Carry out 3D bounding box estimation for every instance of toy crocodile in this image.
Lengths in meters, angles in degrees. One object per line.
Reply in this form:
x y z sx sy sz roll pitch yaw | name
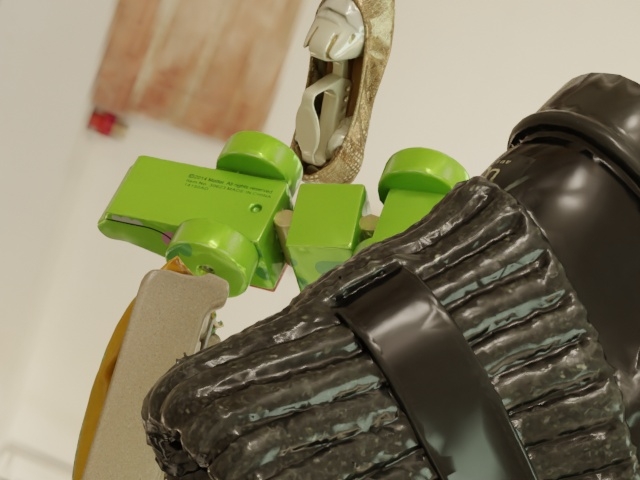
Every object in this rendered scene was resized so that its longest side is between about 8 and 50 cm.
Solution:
0.000 0.000 1.187 0.105 0.340 0.115 76 27 -49 | toy crocodile

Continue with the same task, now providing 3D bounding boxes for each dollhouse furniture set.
-0.161 0.151 0.876 0.197 0.151 0.302 111 -5 -76 | dollhouse furniture set

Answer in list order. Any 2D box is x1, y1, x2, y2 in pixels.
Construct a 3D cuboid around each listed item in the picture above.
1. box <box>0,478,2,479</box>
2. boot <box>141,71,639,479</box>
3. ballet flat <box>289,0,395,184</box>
-0.282 0.391 1.399 0.168 0.215 0.345 -35 139 -33 | box
0.114 0.129 0.682 0.260 0.348 0.131 -40 -179 -23 | boot
0.015 -0.138 1.351 0.067 0.073 0.206 -15 116 -52 | ballet flat
